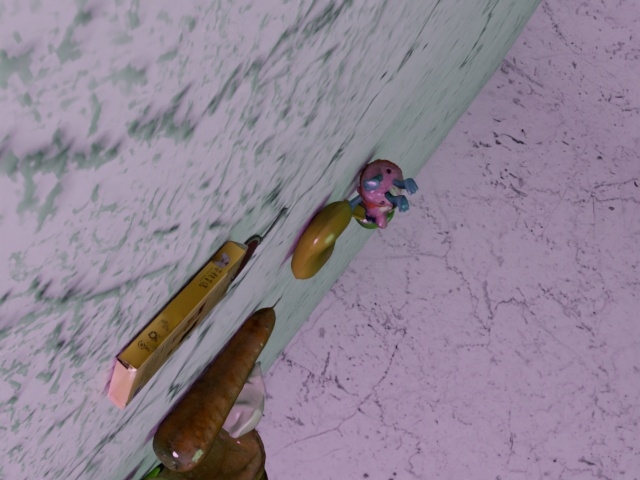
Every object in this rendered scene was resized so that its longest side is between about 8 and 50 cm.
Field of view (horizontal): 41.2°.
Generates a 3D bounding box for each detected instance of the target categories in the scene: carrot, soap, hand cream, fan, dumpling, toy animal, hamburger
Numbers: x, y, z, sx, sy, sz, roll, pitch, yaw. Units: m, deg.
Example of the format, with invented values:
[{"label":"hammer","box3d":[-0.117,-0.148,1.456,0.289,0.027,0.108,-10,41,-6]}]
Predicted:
[{"label":"carrot","box3d":[-0.129,0.189,1.195,0.298,0.078,0.078,-55,177,-31]},{"label":"soap","box3d":[-0.001,-0.001,1.148,0.089,0.045,0.140,-54,175,-33]},{"label":"hand cream","box3d":[-0.299,0.417,1.420,0.036,0.023,0.122,-54,176,39]},{"label":"fan","box3d":[-0.070,0.013,0.813,0.133,0.005,0.085,-50,174,-30]},{"label":"dumpling","box3d":[-0.140,0.288,1.594,0.134,0.099,0.169,-57,176,6]},{"label":"toy animal","box3d":[0.082,-0.064,1.304,0.103,0.100,0.208,-30,180,-9]},{"label":"hamburger","box3d":[-0.206,0.476,1.676,0.309,0.211,0.132,-45,166,-51]}]

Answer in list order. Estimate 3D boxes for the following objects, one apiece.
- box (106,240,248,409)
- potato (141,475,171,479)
[{"label":"box","box3d":[-0.111,0.063,0.674,0.149,0.020,0.073,-49,173,-39]},{"label":"potato","box3d":[-0.293,0.399,1.229,0.149,0.081,0.120,-38,148,13]}]
